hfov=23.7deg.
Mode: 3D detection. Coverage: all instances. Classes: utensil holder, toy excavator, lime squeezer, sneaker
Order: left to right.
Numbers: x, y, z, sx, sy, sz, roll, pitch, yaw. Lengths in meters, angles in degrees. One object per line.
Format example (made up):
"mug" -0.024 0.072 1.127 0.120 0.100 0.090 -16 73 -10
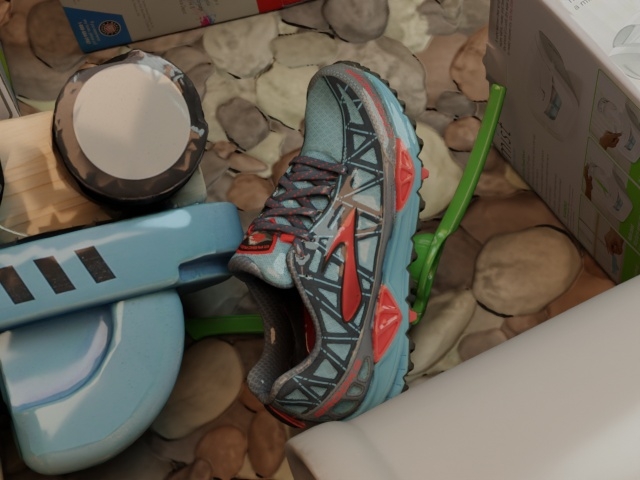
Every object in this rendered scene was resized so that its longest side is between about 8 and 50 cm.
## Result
"toy excavator" -0.237 0.134 1.073 0.432 0.222 0.445 -15 85 -14
"sneaker" 0.000 0.000 1.059 0.125 0.104 0.262 4 82 -33
"lime squeezer" 0.046 0.017 1.153 0.310 0.059 0.110 -38 71 16
"utensil holder" 0.220 0.179 0.927 0.385 0.328 0.328 -27 63 -8

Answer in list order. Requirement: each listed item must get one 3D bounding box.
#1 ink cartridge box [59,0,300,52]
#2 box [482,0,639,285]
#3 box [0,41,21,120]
"ink cartridge box" -0.110 -0.249 1.285 0.231 0.134 0.078 -13 62 0
"box" 0.233 -0.088 1.092 0.126 0.262 0.231 -33 63 -10
"box" -0.398 -0.109 1.240 0.290 0.087 0.169 -24 33 -5
